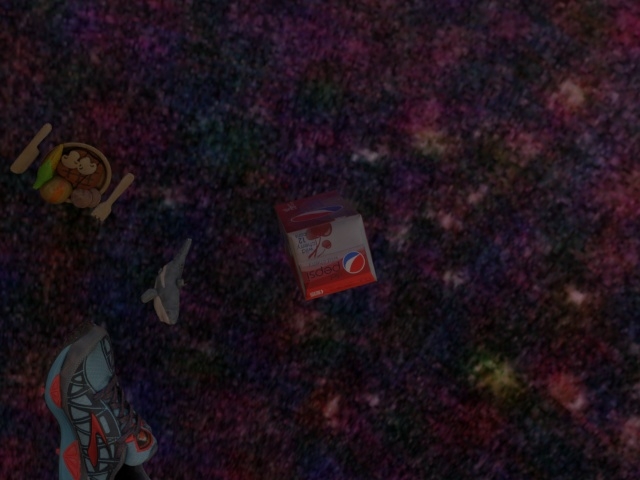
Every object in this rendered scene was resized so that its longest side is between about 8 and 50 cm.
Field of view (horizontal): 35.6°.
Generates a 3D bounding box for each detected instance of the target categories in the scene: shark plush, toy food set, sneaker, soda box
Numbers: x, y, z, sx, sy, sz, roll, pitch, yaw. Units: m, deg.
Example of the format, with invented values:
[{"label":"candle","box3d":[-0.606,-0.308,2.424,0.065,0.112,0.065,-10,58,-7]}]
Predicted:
[{"label":"shark plush","box3d":[-0.267,0.078,1.864,0.067,0.073,0.161,9,64,39]},{"label":"toy food set","box3d":[-0.432,-0.110,1.746,0.192,0.132,0.038,31,23,-28]},{"label":"sneaker","box3d":[-0.243,0.211,1.176,0.125,0.262,0.104,15,35,20]},{"label":"soda box","box3d":[0.000,0.000,1.235,0.092,0.084,0.263,-15,10,-3]}]
